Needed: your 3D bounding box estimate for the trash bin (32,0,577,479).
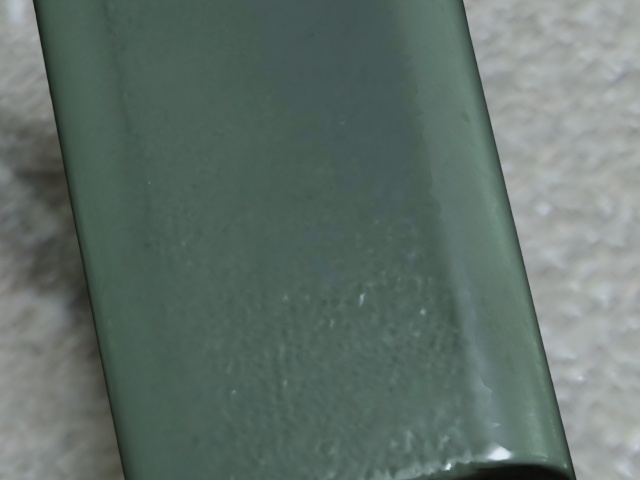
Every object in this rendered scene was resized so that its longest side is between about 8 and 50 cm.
[{"bbox_3d":[0.000,0.000,0.569,0.122,0.164,0.240,-15,59,5],"label":"trash bin"}]
